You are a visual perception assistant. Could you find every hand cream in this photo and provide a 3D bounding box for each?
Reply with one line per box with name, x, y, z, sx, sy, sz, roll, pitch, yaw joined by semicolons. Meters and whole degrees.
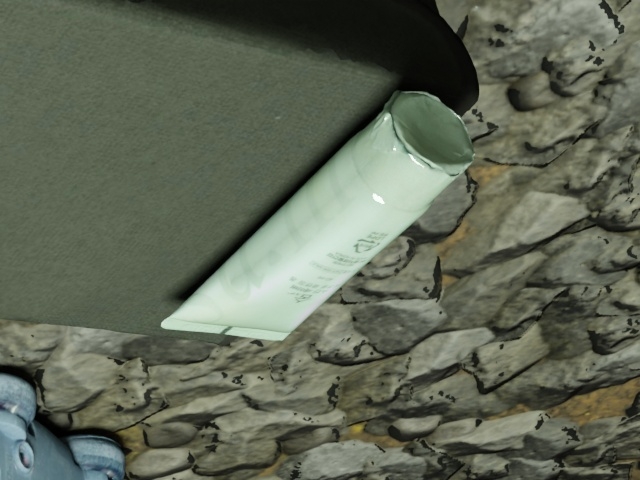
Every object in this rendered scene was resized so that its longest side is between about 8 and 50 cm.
hand cream;0.000;0.000;0.884;0.078;0.050;0.205;7;146;-34

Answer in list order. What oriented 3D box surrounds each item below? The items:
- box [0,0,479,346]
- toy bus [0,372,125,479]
box;-0.147;-0.107;0.894;0.345;0.204;0.251;10;139;-34
toy bus;-0.288;0.246;1.376;0.232;0.197;0.294;-16;149;19
